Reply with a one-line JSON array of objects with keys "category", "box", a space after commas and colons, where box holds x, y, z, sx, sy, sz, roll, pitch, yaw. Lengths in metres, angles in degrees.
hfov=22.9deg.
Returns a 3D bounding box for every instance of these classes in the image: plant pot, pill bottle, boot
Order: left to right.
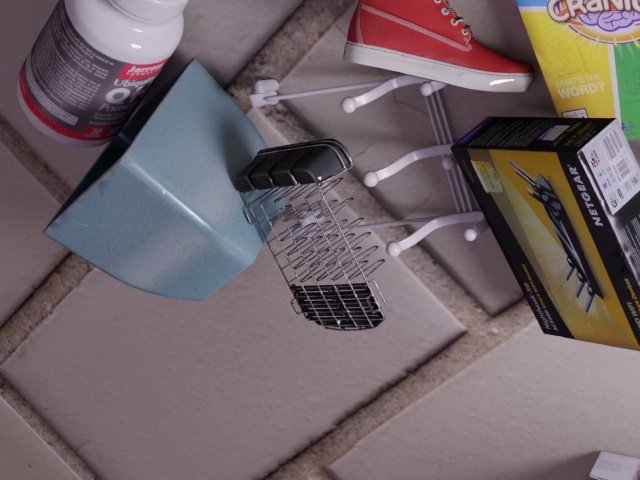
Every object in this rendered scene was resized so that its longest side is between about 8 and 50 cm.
[{"category": "pill bottle", "box": [-0.301, -0.288, 2.246, 0.176, 0.176, 0.318, 44, 135, 2]}, {"category": "plant pot", "box": [-0.199, -0.060, 2.299, 0.252, 0.248, 0.247, 40, 136, -12]}, {"category": "boot", "box": [0.165, -0.285, 1.987, 0.244, 0.088, 0.176, 14, 97, 1]}]

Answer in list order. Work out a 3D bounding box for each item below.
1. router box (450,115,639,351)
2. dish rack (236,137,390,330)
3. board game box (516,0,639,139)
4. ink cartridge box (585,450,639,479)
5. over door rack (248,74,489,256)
[{"category": "router box", "box": [0.324, -0.009, 1.988, 0.243, 0.081, 0.309, 7, 131, 57]}, {"category": "dish rack", "box": [0.000, 0.000, 2.188, 0.208, 0.074, 0.271, -3, 117, 54]}, {"category": "board game box", "box": [0.358, -0.276, 1.862, 0.242, 0.064, 0.317, -8, 115, 39]}, {"category": "ink cartridge box", "box": [0.405, 0.387, 2.227, 0.063, 0.150, 0.109, 7, 123, 27]}, {"category": "over door rack", "box": [0.053, -0.103, 2.170, 0.324, 0.108, 0.240, 0, 118, 36]}]
